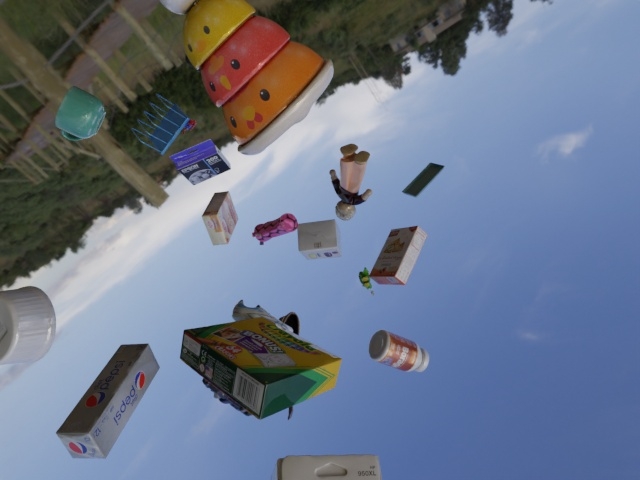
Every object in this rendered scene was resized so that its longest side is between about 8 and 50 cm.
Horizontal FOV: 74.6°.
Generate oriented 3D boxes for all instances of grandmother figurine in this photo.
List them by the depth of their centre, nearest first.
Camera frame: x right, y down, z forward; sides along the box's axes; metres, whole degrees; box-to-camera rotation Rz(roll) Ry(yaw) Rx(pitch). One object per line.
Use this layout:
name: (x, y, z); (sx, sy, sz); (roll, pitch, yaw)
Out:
grandmother figurine: (0.110, -0.216, 1.678); (0.104, 0.342, 0.208); (-27, -125, -26)

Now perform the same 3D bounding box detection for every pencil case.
pencil case: (-0.193, -0.050, 1.758); (0.098, 0.095, 0.209); (-2, 167, -45)

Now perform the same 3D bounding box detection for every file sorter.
file sorter: (-0.591, -0.428, 1.537); (0.170, 0.104, 0.118); (-50, -123, 10)

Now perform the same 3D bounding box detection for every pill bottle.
pill bottle: (0.301, 0.426, 1.596); (0.121, 0.216, 0.121); (-50, -154, 36)

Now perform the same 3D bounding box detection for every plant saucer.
plant saucer: (0.393, -0.230, 1.599); (0.067, 0.018, 0.192); (26, -120, 40)

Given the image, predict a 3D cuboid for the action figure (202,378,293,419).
action figure: (-0.243, 0.508, 1.467); (0.330, 0.341, 0.178); (12, -122, 18)

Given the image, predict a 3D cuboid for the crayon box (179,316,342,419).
crayon box: (-0.175, 0.349, 1.241); (0.363, 0.313, 0.106); (18, -79, 37)

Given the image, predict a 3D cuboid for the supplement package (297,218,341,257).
supplement package: (0.000, 0.000, 2.126); (0.194, 0.203, 0.149); (-6, -106, 9)

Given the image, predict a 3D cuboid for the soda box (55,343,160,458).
soda box: (-0.525, 0.396, 1.069); (0.091, 0.098, 0.286); (-5, -151, 10)

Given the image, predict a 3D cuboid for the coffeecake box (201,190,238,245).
coffeecake box: (-0.402, -0.092, 1.698); (0.068, 0.142, 0.185); (-6, -145, 9)

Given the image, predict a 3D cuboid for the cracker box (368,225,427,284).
cracker box: (0.300, 0.058, 1.629); (0.156, 0.067, 0.232); (-9, -133, 58)

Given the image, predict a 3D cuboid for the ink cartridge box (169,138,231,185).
ink cartridge box: (-0.545, -0.353, 1.924); (0.206, 0.208, 0.045); (-22, -116, 5)

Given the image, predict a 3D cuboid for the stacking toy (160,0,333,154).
stacking toy: (-0.233, -0.491, 1.079); (0.351, 0.480, 0.350); (-39, -157, 20)

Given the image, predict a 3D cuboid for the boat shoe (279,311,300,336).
boat shoe: (-0.148, 0.435, 1.673); (0.096, 0.117, 0.324); (124, -16, -44)

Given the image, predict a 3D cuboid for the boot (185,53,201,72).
boot: (-0.341, -0.629, 1.484); (0.161, 0.246, 0.083); (-26, -133, 44)

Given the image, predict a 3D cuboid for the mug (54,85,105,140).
mug: (-0.688, -0.359, 1.217); (0.158, 0.097, 0.129); (-6, -118, 62)

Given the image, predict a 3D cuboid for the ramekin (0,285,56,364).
ramekin: (-1.083, 0.301, 1.472); (0.277, 0.277, 0.135); (-30, 167, 17)

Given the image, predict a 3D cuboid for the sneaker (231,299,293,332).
sneaker: (-0.203, 0.285, 1.531); (0.085, 0.237, 0.086); (-44, -155, 57)

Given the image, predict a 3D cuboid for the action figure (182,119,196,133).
action figure: (-0.553, -0.478, 1.754); (0.030, 0.038, 0.115); (-61, -178, 40)

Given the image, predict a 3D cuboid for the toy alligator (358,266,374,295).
toy alligator: (0.223, 0.207, 2.087); (0.051, 0.189, 0.056); (-4, -142, 20)

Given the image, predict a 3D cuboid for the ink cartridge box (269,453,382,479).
ink cartridge box: (-0.004, 0.764, 1.222); (0.286, 0.395, 0.166); (3, -132, -10)
